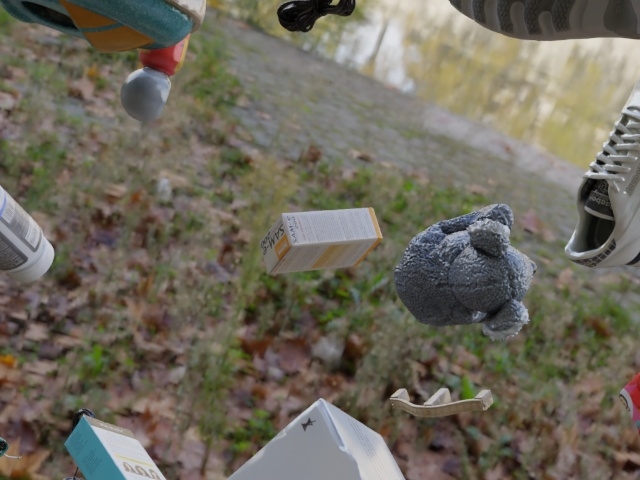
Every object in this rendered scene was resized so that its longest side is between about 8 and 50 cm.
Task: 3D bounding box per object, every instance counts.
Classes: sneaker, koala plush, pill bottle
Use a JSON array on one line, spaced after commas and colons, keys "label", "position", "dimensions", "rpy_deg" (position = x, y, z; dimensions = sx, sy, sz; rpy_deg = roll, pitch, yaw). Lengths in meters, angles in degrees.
[{"label": "sneaker", "position": [0.317, -0.078, 1.079], "dimensions": [0.094, 0.235, 0.090], "rpy_deg": [0, 21, -31]}, {"label": "sneaker", "position": [0.202, -0.183, 0.746], "dimensions": [0.281, 0.105, 0.115], "rpy_deg": [24, 22, 30]}, {"label": "koala plush", "position": [0.230, 0.055, 1.558], "dimensions": [0.203, 0.196, 0.221], "rpy_deg": [-9, 5, -15]}, {"label": "pill bottle", "position": [-0.398, -0.009, 1.350], "dimensions": [0.078, 0.078, 0.137], "rpy_deg": [38, -13, 37]}]

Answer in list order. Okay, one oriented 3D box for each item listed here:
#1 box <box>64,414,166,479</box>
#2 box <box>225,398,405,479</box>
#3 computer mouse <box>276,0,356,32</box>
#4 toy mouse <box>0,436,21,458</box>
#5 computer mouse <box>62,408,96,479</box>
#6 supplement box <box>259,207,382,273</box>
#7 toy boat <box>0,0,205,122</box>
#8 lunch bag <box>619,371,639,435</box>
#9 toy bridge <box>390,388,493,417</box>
[{"label": "box", "position": [-0.287, 0.363, 1.604], "dimensions": [0.100, 0.060, 0.244], "rpy_deg": [30, 6, -43]}, {"label": "box", "position": [-0.001, 0.292, 1.063], "dimensions": [0.119, 0.182, 0.181], "rpy_deg": [38, 14, -42]}, {"label": "computer mouse", "position": [-0.056, -0.458, 1.657], "dimensions": [0.188, 0.072, 0.272], "rpy_deg": [-4, -51, 54]}, {"label": "toy mouse", "position": [-0.612, 0.401, 1.949], "dimensions": [0.031, 0.161, 0.143], "rpy_deg": [31, 25, 34]}, {"label": "computer mouse", "position": [-0.445, 0.427, 1.975], "dimensions": [0.071, 0.242, 0.041], "rpy_deg": [13, 4, 15]}, {"label": "supplement box", "position": [0.000, 0.000, 1.020], "dimensions": [0.098, 0.062, 0.036], "rpy_deg": [-4, 65, -28]}, {"label": "toy boat", "position": [-0.237, -0.249, 1.240], "dimensions": [0.267, 0.148, 0.318], "rpy_deg": [17, -8, 19]}, {"label": "lunch bag", "position": [0.647, 0.220, 1.796], "dimensions": [0.258, 0.293, 0.120], "rpy_deg": [3, 48, -30]}, {"label": "toy bridge", "position": [0.192, 0.268, 1.764], "dimensions": [0.188, 0.026, 0.063], "rpy_deg": [-6, 16, 40]}]
